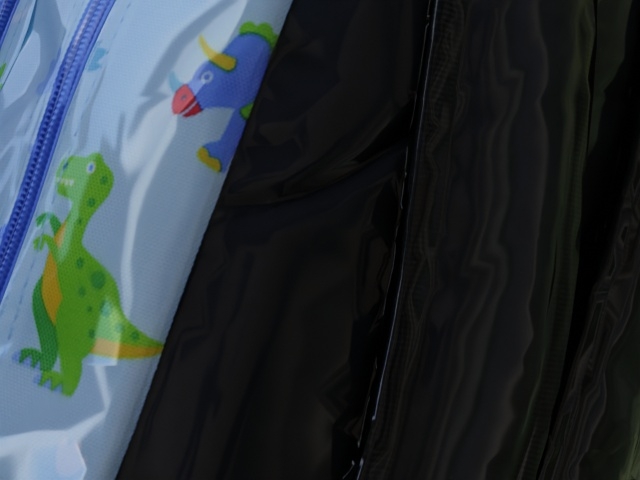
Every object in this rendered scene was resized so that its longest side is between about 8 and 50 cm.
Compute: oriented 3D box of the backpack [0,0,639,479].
[{"bbox_3d":[0.000,0.000,0.475,0.290,0.273,0.355,14,-78,-42],"label":"backpack"}]
